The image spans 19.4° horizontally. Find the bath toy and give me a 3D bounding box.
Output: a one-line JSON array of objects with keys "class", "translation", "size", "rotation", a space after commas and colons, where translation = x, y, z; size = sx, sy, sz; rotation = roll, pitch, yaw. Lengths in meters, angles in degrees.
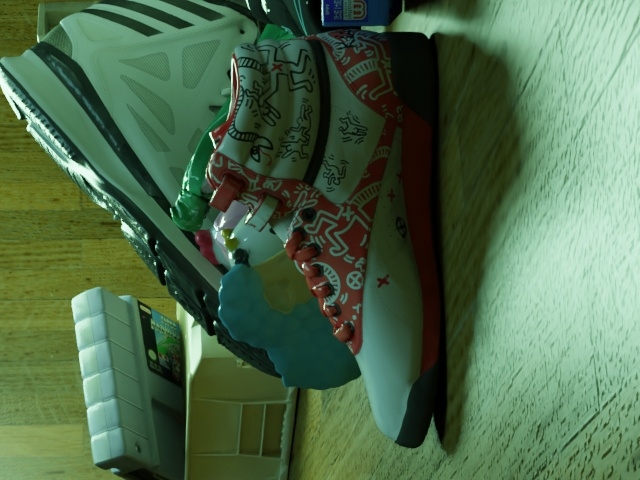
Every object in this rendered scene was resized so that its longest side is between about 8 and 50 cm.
[{"class": "bath toy", "translation": [-0.040, 0.016, 1.622], "size": [0.348, 0.129, 0.151], "rotation": [-115, 25, -76]}]

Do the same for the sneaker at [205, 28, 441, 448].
[{"class": "sneaker", "translation": [0.000, -0.001, 1.202], "size": [0.090, 0.145, 0.270], "rotation": [168, 101, -83]}]

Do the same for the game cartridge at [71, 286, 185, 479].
[{"class": "game cartridge", "translation": [-0.175, 0.209, 2.295], "size": [0.355, 0.068, 0.230], "rotation": [37, -141, -56]}]

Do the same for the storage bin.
[{"class": "storage bin", "translation": [-0.099, 0.110, 2.164], "size": [0.260, 0.123, 0.262], "rotation": [98, 170, -51]}]

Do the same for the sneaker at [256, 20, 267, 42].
[{"class": "sneaker", "translation": [-0.035, -0.220, 1.812], "size": [0.086, 0.064, 0.192], "rotation": [-106, 13, -48]}]

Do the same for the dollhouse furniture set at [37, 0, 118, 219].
[{"class": "dollhouse furniture set", "translation": [-0.169, -0.092, 2.090], "size": [0.198, 0.286, 0.303], "rotation": [85, -176, -60]}]

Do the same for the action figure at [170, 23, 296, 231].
[{"class": "action figure", "translation": [-0.067, -0.110, 1.690], "size": [0.232, 0.063, 0.137], "rotation": [-58, 7, 2]}]

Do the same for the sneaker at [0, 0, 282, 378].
[{"class": "sneaker", "translation": [-0.097, -0.090, 1.873], "size": [0.447, 0.257, 0.169], "rotation": [48, 168, 14]}]

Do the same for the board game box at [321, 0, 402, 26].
[{"class": "board game box", "translation": [0.028, -0.249, 1.220], "size": [0.160, 0.047, 0.210], "rotation": [-64, -27, -78]}]

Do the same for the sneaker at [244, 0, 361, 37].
[{"class": "sneaker", "translation": [0.015, -0.263, 1.384], "size": [0.106, 0.101, 0.267], "rotation": [46, 139, 39]}]

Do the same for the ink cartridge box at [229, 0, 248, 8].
[{"class": "ink cartridge box", "translation": [-0.102, -0.309, 2.049], "size": [0.082, 0.140, 0.190], "rotation": [95, 171, -49]}]
